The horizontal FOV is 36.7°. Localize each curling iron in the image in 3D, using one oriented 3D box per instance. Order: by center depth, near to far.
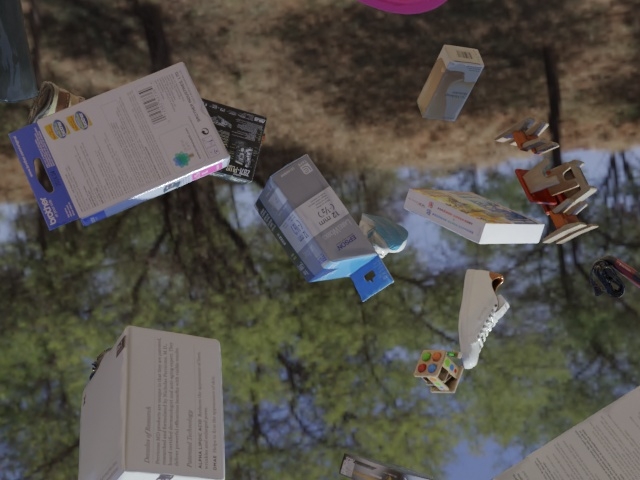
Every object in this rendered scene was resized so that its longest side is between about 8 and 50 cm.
[{"bbox_3d":[0.559,0.106,1.585,0.274,0.068,0.035,27,-156,-3],"label":"curling iron"}]

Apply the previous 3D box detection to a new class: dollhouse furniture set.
[{"bbox_3d":[0.500,-0.117,2.142,0.135,0.262,0.259,-31,162,30],"label":"dollhouse furniture set"}]

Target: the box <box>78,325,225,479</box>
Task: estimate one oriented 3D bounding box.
[{"bbox_3d":[-0.202,0.223,1.130,0.119,0.182,0.181,12,142,-25],"label":"box"}]

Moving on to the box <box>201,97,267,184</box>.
[{"bbox_3d":[-0.222,-0.214,2.069,0.180,0.147,0.077,14,174,-17],"label":"box"}]

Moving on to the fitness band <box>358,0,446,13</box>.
[{"bbox_3d":[0.063,-0.418,1.303,0.291,0.209,0.054,25,-128,2],"label":"fitness band"}]

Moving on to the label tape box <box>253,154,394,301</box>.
[{"bbox_3d":[0.000,0.000,2.233,0.115,0.348,0.249,-32,176,-18],"label":"label tape box"}]

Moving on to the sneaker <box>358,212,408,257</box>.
[{"bbox_3d":[0.149,0.001,2.339,0.087,0.092,0.229,10,-169,-14],"label":"sneaker"}]

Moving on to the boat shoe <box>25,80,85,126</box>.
[{"bbox_3d":[-0.577,-0.264,2.123,0.120,0.122,0.324,15,176,-21],"label":"boat shoe"}]

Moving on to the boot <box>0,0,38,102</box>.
[{"bbox_3d":[-0.582,-0.484,1.819,0.367,0.445,0.146,-9,-170,-24],"label":"boot"}]

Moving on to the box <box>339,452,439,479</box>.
[{"bbox_3d":[0.182,0.566,2.280,0.183,0.056,0.231,22,170,-32],"label":"box"}]

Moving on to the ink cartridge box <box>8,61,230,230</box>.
[{"bbox_3d":[-0.328,-0.150,1.585,0.311,0.186,0.065,-24,172,-13],"label":"ink cartridge box"}]

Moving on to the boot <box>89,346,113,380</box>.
[{"bbox_3d":[-0.419,0.248,1.992,0.121,0.045,0.099,-27,-164,9],"label":"boot"}]

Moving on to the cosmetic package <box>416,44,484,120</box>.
[{"bbox_3d":[0.196,-0.238,1.468,0.060,0.115,0.041,3,-131,-18],"label":"cosmetic package"}]

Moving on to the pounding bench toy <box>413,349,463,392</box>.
[{"bbox_3d":[0.208,0.212,1.675,0.052,0.065,0.083,-8,-134,46],"label":"pounding bench toy"}]

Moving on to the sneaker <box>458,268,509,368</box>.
[{"bbox_3d":[0.438,0.205,2.584,0.123,0.290,0.106,1,152,18],"label":"sneaker"}]

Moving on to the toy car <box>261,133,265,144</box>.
[{"bbox_3d":[-0.188,-0.224,2.248,0.122,0.040,0.060,-11,178,9],"label":"toy car"}]

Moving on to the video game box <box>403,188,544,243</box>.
[{"bbox_3d":[0.291,-0.046,1.825,0.187,0.048,0.205,26,-163,40],"label":"video game box"}]

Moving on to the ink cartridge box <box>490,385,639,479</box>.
[{"bbox_3d":[0.471,0.406,1.489,0.330,0.071,0.324,-34,-149,4],"label":"ink cartridge box"}]
